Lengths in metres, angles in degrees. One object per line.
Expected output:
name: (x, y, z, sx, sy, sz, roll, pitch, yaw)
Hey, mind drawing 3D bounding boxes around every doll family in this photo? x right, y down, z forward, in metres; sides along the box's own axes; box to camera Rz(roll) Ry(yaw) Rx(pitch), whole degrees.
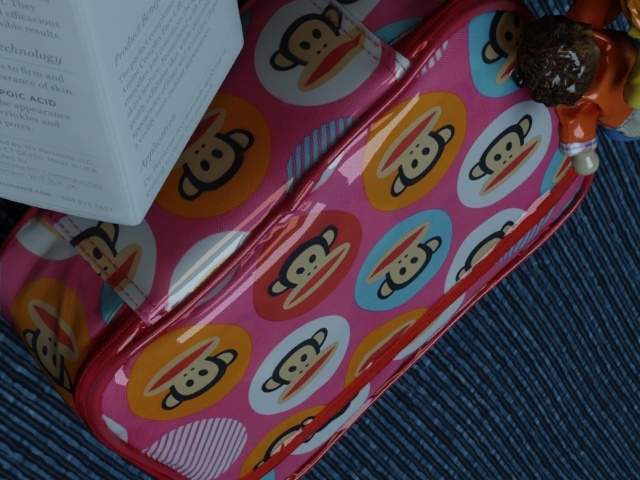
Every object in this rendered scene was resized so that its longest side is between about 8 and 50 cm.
doll family: (0.167, -0.159, 0.778, 0.163, 0.118, 0.263, 9, 86, -62)

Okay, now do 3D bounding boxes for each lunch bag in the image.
lunch bag: (0.000, 0.000, 0.879, 0.293, 0.120, 0.258, -44, 149, -2)

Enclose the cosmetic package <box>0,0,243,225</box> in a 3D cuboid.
cosmetic package: (-0.098, -0.125, 0.638, 0.231, 0.085, 0.117, 81, 27, -47)
